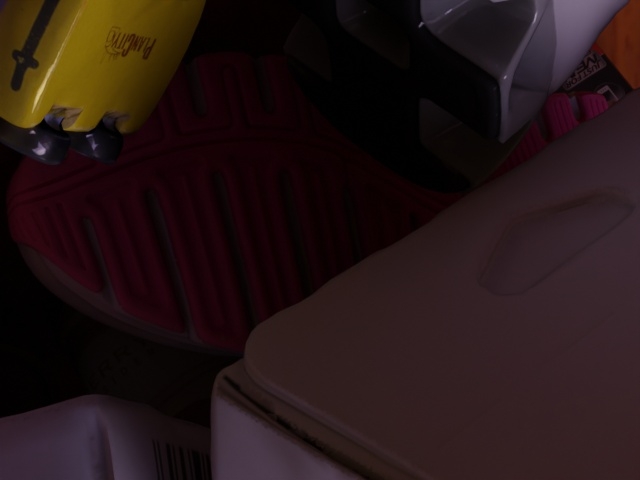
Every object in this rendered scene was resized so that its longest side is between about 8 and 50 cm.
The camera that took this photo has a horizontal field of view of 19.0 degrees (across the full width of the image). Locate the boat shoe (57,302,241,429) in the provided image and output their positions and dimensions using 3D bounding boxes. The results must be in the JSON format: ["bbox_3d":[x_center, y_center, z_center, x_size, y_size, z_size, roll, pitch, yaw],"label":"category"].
[{"bbox_3d":[0.009,0.047,0.819,0.104,0.089,0.285,-49,155,23],"label":"boat shoe"}]

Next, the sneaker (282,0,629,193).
[{"bbox_3d":[0.054,-0.155,0.470,0.146,0.122,0.330,-43,161,-19],"label":"sneaker"}]

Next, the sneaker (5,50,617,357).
[{"bbox_3d":[0.000,0.000,0.682,0.252,0.103,0.111,4,166,-33],"label":"sneaker"}]

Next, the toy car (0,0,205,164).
[{"bbox_3d":[-0.094,-0.041,0.398,0.225,0.053,0.239,-57,169,-26],"label":"toy car"}]

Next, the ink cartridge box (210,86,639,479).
[{"bbox_3d":[0.083,0.137,0.588,0.226,0.131,0.306,-32,138,-40],"label":"ink cartridge box"}]

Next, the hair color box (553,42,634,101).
[{"bbox_3d":[0.107,-0.026,0.851,0.072,0.043,0.141,-33,158,-4],"label":"hair color box"}]

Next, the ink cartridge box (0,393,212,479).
[{"bbox_3d":[-0.149,0.158,0.720,0.385,0.091,0.308,-14,160,25],"label":"ink cartridge box"}]

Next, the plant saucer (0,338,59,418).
[{"bbox_3d":[-0.189,0.086,0.686,0.198,0.036,0.199,-28,155,-14],"label":"plant saucer"}]
